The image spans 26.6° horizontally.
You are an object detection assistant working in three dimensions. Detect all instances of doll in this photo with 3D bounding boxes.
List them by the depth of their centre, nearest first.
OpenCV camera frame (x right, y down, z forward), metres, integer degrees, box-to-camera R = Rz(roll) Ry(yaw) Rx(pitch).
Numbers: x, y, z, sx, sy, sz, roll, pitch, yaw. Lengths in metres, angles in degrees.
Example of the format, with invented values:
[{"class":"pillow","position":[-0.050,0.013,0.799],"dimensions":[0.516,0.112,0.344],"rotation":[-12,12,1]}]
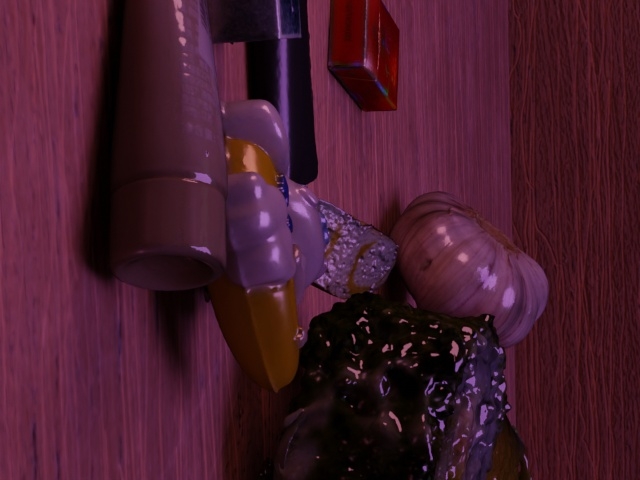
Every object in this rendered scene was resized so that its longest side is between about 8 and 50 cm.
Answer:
[{"class":"doll","position":[-0.049,-0.004,1.124],"dimensions":[0.237,0.111,0.252],"rotation":[-99,176,-54]}]

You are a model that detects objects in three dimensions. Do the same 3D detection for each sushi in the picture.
[{"class":"sushi","position":[0.059,0.226,1.293],"dimensions":[0.294,0.178,0.351],"rotation":[37,65,-70]}]

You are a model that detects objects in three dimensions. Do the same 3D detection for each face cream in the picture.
[{"class":"face cream","position":[-0.111,-0.134,1.002],"dimensions":[0.137,0.084,0.341],"rotation":[58,27,-65]}]

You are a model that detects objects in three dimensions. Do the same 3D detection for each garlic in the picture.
[{"class":"garlic","position":[0.171,0.084,1.855],"dimensions":[0.253,0.245,0.245],"rotation":[-55,168,11]}]

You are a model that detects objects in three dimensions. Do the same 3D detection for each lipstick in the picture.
[{"class":"lipstick","position":[-0.067,-0.314,1.148],"dimensions":[0.077,0.076,0.289],"rotation":[-30,116,-70]}]

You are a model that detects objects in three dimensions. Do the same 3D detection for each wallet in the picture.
[{"class":"wallet","position":[-0.032,-0.173,1.332],"dimensions":[0.149,0.044,0.250],"rotation":[-26,114,-77]}]

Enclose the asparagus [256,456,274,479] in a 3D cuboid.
[{"class":"asparagus","position":[-0.074,0.262,1.211],"dimensions":[0.022,0.023,0.233],"rotation":[-48,-175,28]}]

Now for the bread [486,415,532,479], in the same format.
[{"class":"bread","position":[0.124,0.250,1.611],"dimensions":[0.376,0.208,0.251],"rotation":[55,34,-58]}]

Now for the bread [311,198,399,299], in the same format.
[{"class":"bread","position":[0.000,0.000,1.346],"dimensions":[0.083,0.094,0.157],"rotation":[-58,149,3]}]

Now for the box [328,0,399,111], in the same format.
[{"class":"box","position":[0.056,-0.233,1.634],"dimensions":[0.175,0.048,0.112],"rotation":[35,57,-71]}]
